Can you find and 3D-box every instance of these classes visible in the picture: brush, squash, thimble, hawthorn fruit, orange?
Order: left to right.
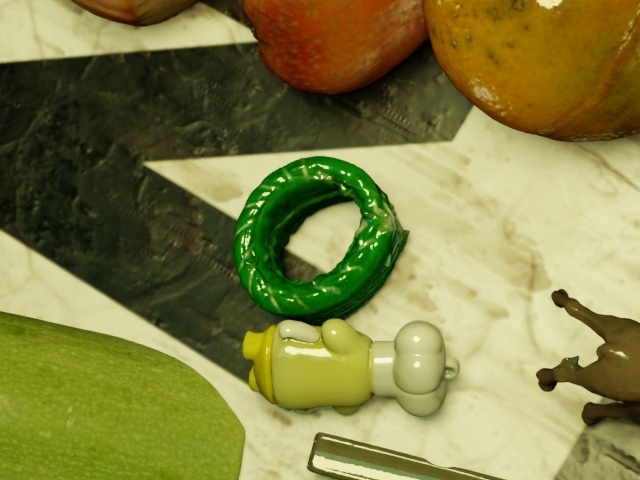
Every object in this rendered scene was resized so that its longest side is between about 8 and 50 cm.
[{"bbox_3d":[-0.215,0.158,1.524,0.260,0.189,0.189,14,82,-21],"label":"squash"},{"bbox_3d":[0.000,0.000,1.466,0.130,0.090,0.118,-19,75,9],"label":"thimble"},{"bbox_3d":[0.038,-0.200,1.464,0.203,0.162,0.162,-26,75,0],"label":"hawthorn fruit"},{"bbox_3d":[0.085,0.183,1.450,0.190,0.027,0.034,14,87,8],"label":"brush"},{"bbox_3d":[0.194,-0.182,1.387,0.240,0.171,0.240,-3,97,-21],"label":"orange"}]

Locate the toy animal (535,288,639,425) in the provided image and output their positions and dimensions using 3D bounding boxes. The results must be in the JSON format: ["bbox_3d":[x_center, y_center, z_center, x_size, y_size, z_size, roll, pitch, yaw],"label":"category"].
[{"bbox_3d":[0.259,0.125,1.359,0.186,0.214,0.093,14,73,46],"label":"toy animal"}]

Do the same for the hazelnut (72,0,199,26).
[{"bbox_3d":[-0.148,-0.276,1.501,0.214,0.176,0.214,3,103,15],"label":"hazelnut"}]

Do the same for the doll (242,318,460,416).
[{"bbox_3d":[0.024,0.095,1.445,0.162,0.106,0.062,2,50,9],"label":"doll"}]
